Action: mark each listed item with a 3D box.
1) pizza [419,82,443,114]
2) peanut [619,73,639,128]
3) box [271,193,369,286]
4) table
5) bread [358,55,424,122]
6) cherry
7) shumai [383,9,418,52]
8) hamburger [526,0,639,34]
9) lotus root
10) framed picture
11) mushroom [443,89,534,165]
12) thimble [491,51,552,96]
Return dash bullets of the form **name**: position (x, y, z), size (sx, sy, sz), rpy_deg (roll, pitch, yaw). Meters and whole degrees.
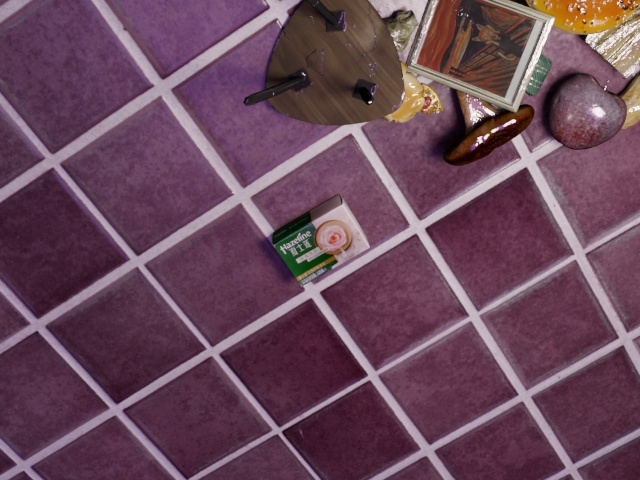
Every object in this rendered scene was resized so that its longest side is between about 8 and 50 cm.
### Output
- **pizza**: position (0.238, -0.310, 1.857), size (0.078, 0.025, 0.083), rpy_deg (-39, 112, 9)
- **peanut**: position (0.733, -0.327, 1.868), size (0.080, 0.080, 0.174), rpy_deg (31, 109, -17)
- **box**: position (0.000, 0.000, 1.944), size (0.199, 0.081, 0.135), rpy_deg (-32, 113, 6)
- **table**: position (-0.015, -0.347, 1.653), size (0.317, 0.249, 0.318), rpy_deg (3, 104, 14)
- **bread**: position (0.151, -0.341, 1.802), size (0.119, 0.084, 0.177), rpy_deg (-40, 112, 14)
- **cherry**: position (0.594, -0.289, 1.838), size (0.176, 0.140, 0.176), rpy_deg (6, 113, 15)
- **shumai**: position (0.173, -0.460, 1.754), size (0.082, 0.083, 0.080), rpy_deg (1, 144, -46)
- **hamburger**: position (0.557, -0.577, 1.689), size (0.300, 0.176, 0.300), rpy_deg (-2, 115, -3)
- **lotus root**: position (0.677, -0.454, 1.814), size (0.144, 0.070, 0.143), rpy_deg (-40, 107, 18)
- **framed picture**: position (0.336, -0.422, 1.749), size (0.273, 0.016, 0.217), rpy_deg (25, 112, 17)
- **mushroom**: position (0.338, -0.299, 1.835), size (0.227, 0.148, 0.218), rpy_deg (-34, 95, -1)
- **thimble**: position (0.434, -0.384, 1.794), size (0.135, 0.118, 0.090), rpy_deg (27, 105, 3)
